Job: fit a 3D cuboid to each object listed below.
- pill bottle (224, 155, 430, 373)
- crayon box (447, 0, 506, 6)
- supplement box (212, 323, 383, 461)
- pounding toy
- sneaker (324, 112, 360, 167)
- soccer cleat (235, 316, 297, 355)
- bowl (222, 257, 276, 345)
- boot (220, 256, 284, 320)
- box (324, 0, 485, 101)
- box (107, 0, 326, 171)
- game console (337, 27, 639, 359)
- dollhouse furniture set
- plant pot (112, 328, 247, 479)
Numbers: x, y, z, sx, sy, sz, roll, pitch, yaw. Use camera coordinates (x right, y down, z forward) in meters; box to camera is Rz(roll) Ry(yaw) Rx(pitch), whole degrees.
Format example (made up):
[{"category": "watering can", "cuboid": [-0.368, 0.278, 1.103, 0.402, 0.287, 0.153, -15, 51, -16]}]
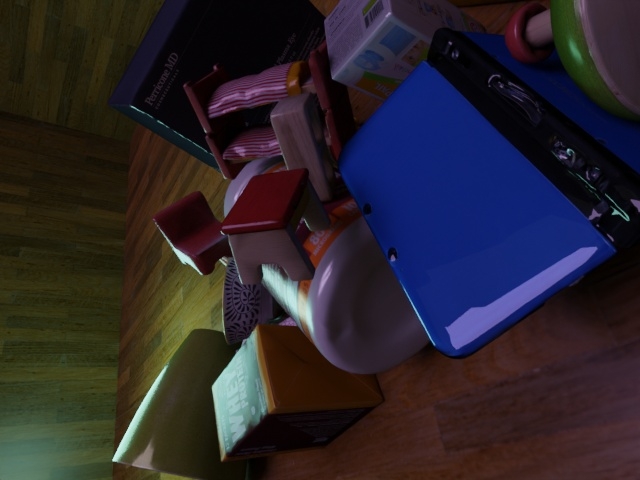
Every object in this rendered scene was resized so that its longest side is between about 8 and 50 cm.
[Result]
[{"category": "pill bottle", "cuboid": [0.000, 0.000, 0.684, 0.392, 0.223, 0.224, 36, 112, 53]}, {"category": "crayon box", "cuboid": [0.247, -0.412, 0.552, 0.318, 0.081, 0.203, 35, 111, 55]}, {"category": "supplement box", "cuboid": [-0.045, 0.245, 0.717, 0.194, 0.191, 0.129, -53, 41, 35]}, {"category": "pounding toy", "cuboid": [0.250, -0.212, 0.384, 0.237, 0.182, 0.110, -65, 23, -6]}, {"category": "sneaker", "cuboid": [0.044, -0.189, 0.816, 0.067, 0.064, 0.175, -37, 54, 33]}, {"category": "soccer cleat", "cuboid": [-0.093, 0.198, 0.869, 0.331, 0.115, 0.143, -50, 43, 38]}, {"category": "bowl", "cuboid": [-0.124, 0.105, 0.817, 0.170, 0.079, 0.170, 180, 90, -89]}, {"category": "boot", "cuboid": [-0.167, 0.109, 0.952, 0.152, 0.197, 0.073, -54, 0, 27]}, {"category": "box", "cuboid": [0.121, -0.250, 0.586, 0.114, 0.203, 0.103, -34, 54, 48]}, {"category": "box", "cuboid": [-0.157, -0.314, 0.841, 0.178, 0.312, 0.344, 23, 84, 50]}, {"category": "game console", "cuboid": [0.189, -0.066, 0.439, 0.174, 0.249, 0.293, 106, 151, -43]}, {"category": "dollhouse furniture set", "cuboid": [-0.086, -0.117, 0.548, 0.201, 0.152, 0.374, -7, 33, 18]}, {"category": "plant pot", "cuboid": [-0.267, 0.360, 0.996, 0.274, 0.274, 0.294, -29, 41, 50]}]
